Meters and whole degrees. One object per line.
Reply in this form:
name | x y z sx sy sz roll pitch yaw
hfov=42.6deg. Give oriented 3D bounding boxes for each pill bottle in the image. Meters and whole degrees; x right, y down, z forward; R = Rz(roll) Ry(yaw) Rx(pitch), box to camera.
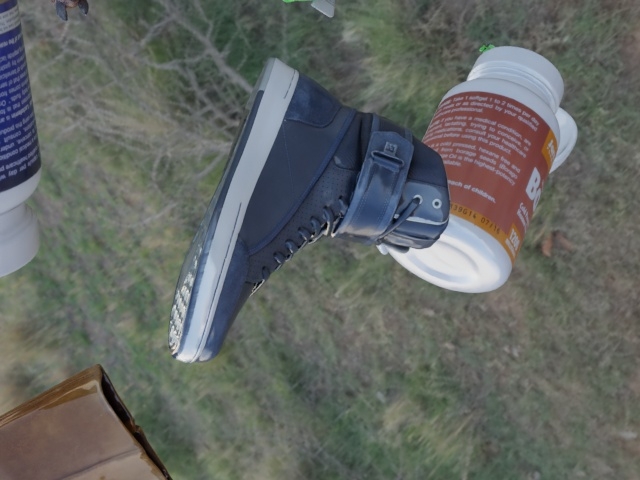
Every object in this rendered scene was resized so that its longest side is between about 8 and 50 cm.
pill bottle | -0.324 -0.105 0.703 0.153 0.153 0.265 22 124 36
pill bottle | 0.150 -0.070 0.762 0.121 0.216 0.121 23 157 10

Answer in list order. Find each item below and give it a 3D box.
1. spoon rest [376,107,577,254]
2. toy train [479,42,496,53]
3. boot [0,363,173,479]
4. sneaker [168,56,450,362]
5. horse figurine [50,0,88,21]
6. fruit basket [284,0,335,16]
spoon rest | 0.172 -0.088 0.970 0.137 0.276 0.084 58 177 47
toy train | 0.302 -0.318 1.407 0.017 0.023 0.083 39 -169 -39
boot | -0.267 0.255 0.724 0.096 0.280 0.264 -130 20 -61
sneaker | 0.001 -0.001 0.559 0.163 0.226 0.086 25 155 -13
horse figurine | -0.239 -0.275 0.572 0.263 0.066 0.175 30 141 35
fruit basket | -0.047 -0.581 1.321 0.165 0.327 0.353 -5 82 23
